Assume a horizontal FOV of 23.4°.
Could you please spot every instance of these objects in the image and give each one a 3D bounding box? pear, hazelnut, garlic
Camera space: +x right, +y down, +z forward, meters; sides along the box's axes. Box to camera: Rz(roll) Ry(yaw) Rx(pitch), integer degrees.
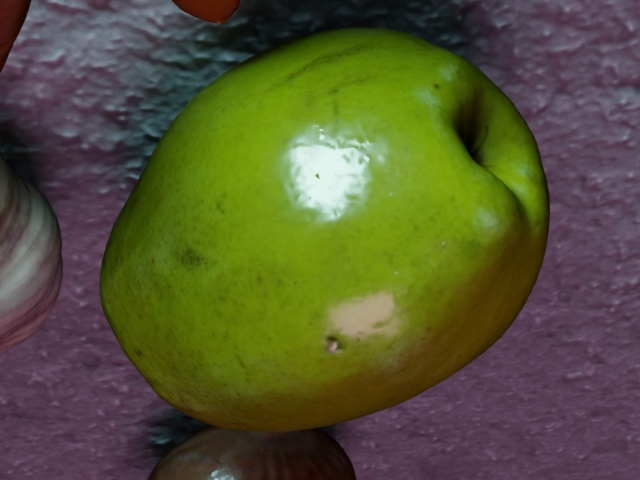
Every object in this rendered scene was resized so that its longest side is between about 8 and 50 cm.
[{"bbox_3d":[0.000,0.000,1.000,0.253,0.253,0.307,23,135,-36],"label":"pear"},{"bbox_3d":[-0.065,0.249,1.391,0.214,0.176,0.214,-24,129,-33],"label":"hazelnut"},{"bbox_3d":[-0.279,0.046,1.008,0.245,0.253,0.245,-11,139,-10],"label":"garlic"}]

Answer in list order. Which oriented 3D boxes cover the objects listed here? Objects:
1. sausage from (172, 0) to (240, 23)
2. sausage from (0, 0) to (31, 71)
[{"bbox_3d":[-0.058,-0.199,0.859,0.089,0.089,0.179,5,136,-18],"label":"sausage"},{"bbox_3d":[-0.198,-0.136,0.813,0.094,0.097,0.348,-13,174,-22],"label":"sausage"}]
